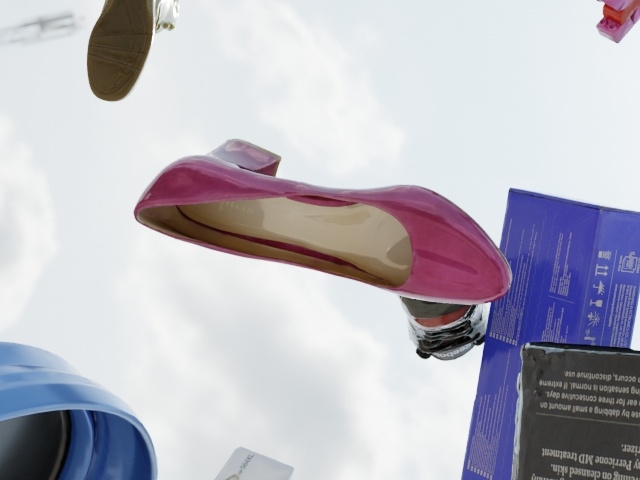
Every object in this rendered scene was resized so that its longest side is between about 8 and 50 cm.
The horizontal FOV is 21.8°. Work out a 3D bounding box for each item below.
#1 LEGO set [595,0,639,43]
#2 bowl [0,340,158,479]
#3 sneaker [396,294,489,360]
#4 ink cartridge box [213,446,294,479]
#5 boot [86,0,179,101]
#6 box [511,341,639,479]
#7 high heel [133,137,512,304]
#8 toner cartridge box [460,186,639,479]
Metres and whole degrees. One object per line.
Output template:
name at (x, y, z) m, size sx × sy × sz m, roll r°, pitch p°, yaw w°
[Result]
LEGO set at (0.288, -0.239, 1.178) m, size 0.087 × 0.227 × 0.093 m, roll 36°, pitch -9°, yaw 39°
bowl at (-0.284, 0.215, 1.055) m, size 0.077 × 0.391 × 0.391 m, roll 49°, pitch -45°, yaw 25°
sneaker at (0.138, 0.073, 1.828) m, size 0.276 × 0.098 × 0.135 m, roll -67°, pitch 145°, yaw -82°
ink cartridge box at (-0.104, 0.388, 2.120) m, size 0.086 × 0.148 × 0.203 m, roll 20°, pitch -47°, yaw 15°
boot at (-0.227, -0.265, 2.060) m, size 0.077 × 0.165 × 0.213 m, roll 10°, pitch -93°, yaw 5°
box at (0.443, 0.353, 1.617) m, size 0.297 × 0.480 × 0.471 m, roll 1°, pitch -95°, yaw 58°
high heel at (0.000, 0.000, 1.099) m, size 0.244 × 0.117 × 0.082 m, roll 27°, pitch -55°, yaw 18°
toner cartridge box at (0.247, 0.127, 1.773) m, size 0.165 × 0.075 × 0.348 m, roll 18°, pitch -79°, yaw 60°
